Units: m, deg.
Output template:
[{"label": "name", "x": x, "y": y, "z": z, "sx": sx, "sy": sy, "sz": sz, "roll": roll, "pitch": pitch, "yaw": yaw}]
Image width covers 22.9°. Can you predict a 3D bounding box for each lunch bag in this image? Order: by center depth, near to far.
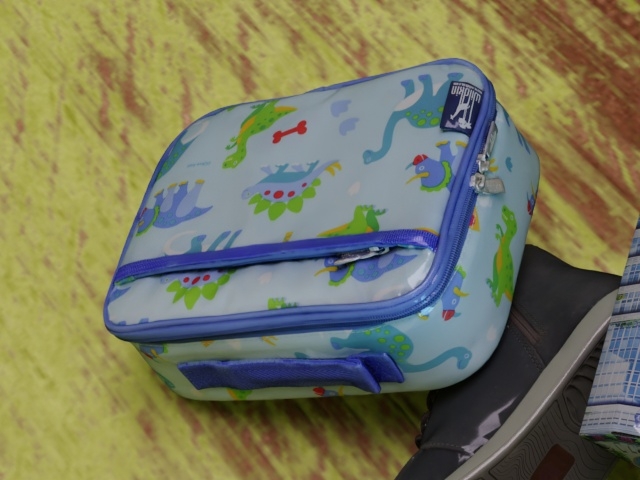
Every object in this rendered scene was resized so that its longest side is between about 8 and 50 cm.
[{"label": "lunch bag", "x": 0.000, "y": 0.000, "z": 0.839, "sx": 0.219, "sy": 0.090, "sz": 0.176, "roll": -5, "pitch": 49, "yaw": 33}]

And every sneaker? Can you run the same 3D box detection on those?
[{"label": "sneaker", "x": 0.079, "y": 0.103, "z": 0.809, "sx": 0.222, "sy": 0.083, "sz": 0.118, "roll": -47, "pitch": 30, "yaw": -7}]

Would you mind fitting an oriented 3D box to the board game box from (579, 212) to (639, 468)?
[{"label": "board game box", "x": 0.223, "y": 0.085, "z": 0.748, "sx": 0.194, "sy": 0.060, "sz": 0.194, "roll": 29, "pitch": 65, "yaw": -22}]
